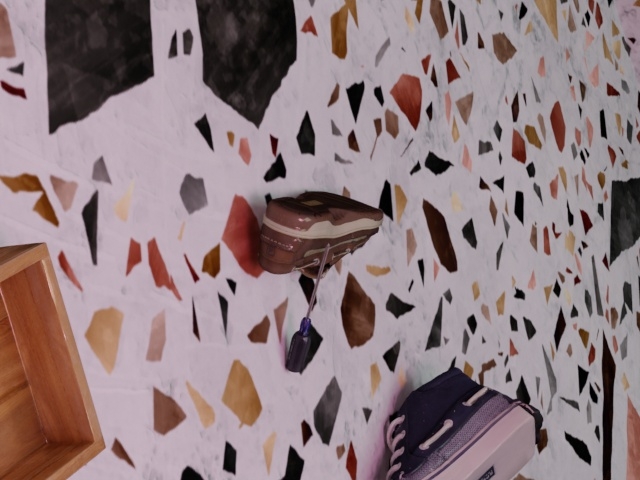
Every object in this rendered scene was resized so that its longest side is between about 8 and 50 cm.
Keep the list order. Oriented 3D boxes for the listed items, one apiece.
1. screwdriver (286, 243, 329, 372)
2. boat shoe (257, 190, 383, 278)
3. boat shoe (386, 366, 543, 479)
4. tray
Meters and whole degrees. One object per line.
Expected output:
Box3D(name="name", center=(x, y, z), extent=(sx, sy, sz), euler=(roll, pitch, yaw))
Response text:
Box3D(name="screwdriver", center=(-0.012, 0.080, 1.701), extent=(0.025, 0.024, 0.169), euler=(-83, -172, -75))
Box3D(name="boat shoe", center=(-0.007, -0.003, 1.747), extent=(0.257, 0.095, 0.095), euler=(-5, 114, -62))
Box3D(name="boat shoe", center=(0.130, 0.308, 1.902), extent=(0.340, 0.158, 0.127), euler=(-34, 137, -28))
Box3D(name="tray", center=(-0.339, 0.165, 1.130), extent=(0.411, 0.076, 0.202), euler=(-36, 116, -58))
